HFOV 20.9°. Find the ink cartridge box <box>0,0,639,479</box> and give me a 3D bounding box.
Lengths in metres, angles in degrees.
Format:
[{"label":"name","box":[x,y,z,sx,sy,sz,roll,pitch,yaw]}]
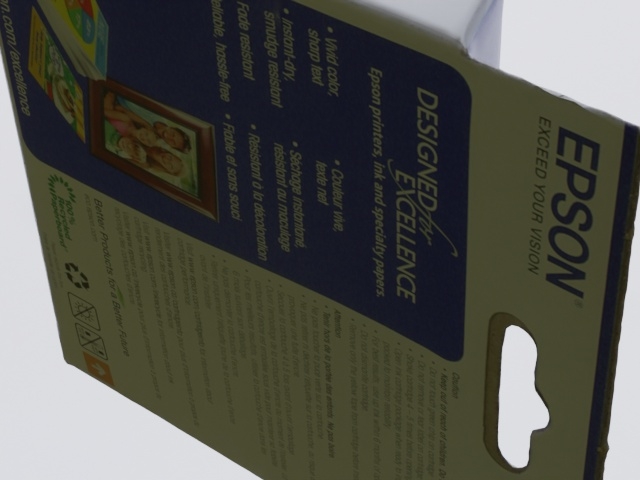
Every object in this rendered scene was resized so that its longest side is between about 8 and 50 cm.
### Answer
[{"label":"ink cartridge box","box":[0.000,0.000,0.721,0.307,0.072,0.304,25,-41,26]}]
